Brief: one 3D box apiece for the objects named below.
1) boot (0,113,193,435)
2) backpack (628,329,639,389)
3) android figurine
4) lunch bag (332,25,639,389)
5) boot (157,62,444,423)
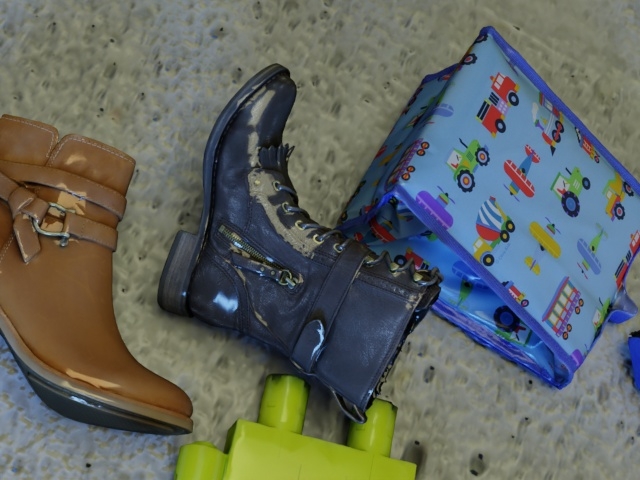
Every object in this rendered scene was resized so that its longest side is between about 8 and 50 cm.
[{"bbox_3d":[-0.204,0.030,1.086,0.283,0.109,0.220,22,67,6],"label":"boot"},{"bbox_3d":[0.373,0.116,1.231,0.120,0.098,0.101,-18,104,-23],"label":"backpack"},{"bbox_3d":[-0.013,0.254,1.078,0.248,0.056,0.272,18,63,-10],"label":"android figurine"},{"bbox_3d":[0.195,-0.018,1.222,0.293,0.138,0.221,37,60,-10],"label":"lunch bag"},{"bbox_3d":[0.000,0.000,1.102,0.229,0.091,0.263,21,94,16],"label":"boot"}]
